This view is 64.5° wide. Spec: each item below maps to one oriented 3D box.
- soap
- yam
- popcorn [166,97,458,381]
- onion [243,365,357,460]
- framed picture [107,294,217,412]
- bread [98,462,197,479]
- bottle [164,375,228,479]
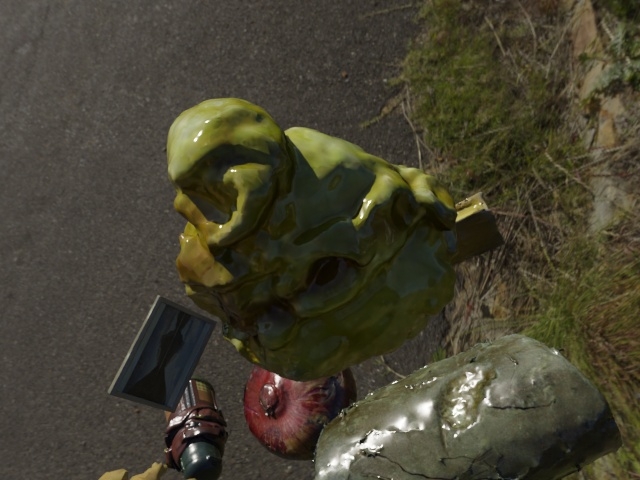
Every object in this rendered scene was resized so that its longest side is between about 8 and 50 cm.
[{"bbox_3d":[0.328,-0.006,1.269,0.233,0.135,0.076,-28,36,13],"label":"soap"},{"bbox_3d":[0.085,0.131,0.333,0.183,0.107,0.107,-28,65,9],"label":"yam"},{"bbox_3d":[-0.014,0.014,0.468,0.174,0.286,0.225,29,102,63],"label":"popcorn"},{"bbox_3d":[-0.047,0.318,1.026,0.246,0.190,0.246,-16,61,31],"label":"onion"},{"bbox_3d":[-0.308,0.229,1.012,0.015,0.150,0.203,8,69,48],"label":"framed picture"},{"bbox_3d":[-0.094,0.259,0.249,0.274,0.149,0.274,-1,86,18],"label":"bread"},{"bbox_3d":[-0.300,0.449,1.186,0.156,0.143,0.271,-47,32,5],"label":"bottle"}]
